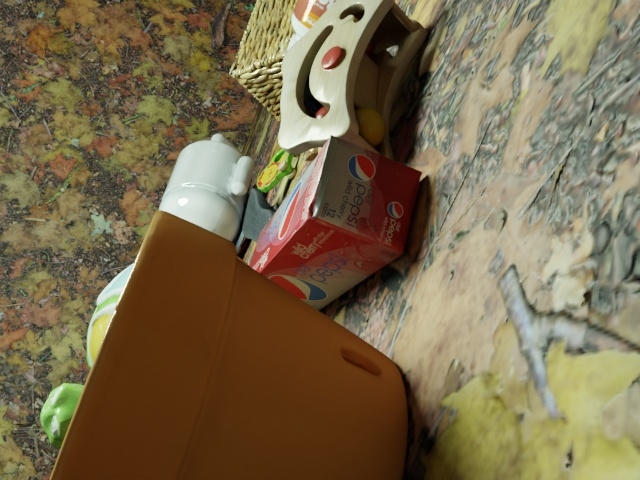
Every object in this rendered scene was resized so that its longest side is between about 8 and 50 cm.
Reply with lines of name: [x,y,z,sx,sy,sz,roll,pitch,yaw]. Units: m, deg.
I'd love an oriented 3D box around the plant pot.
plant pot: [-0.071,0.148,0.497,0.291,0.203,0.291,-159,90,-79]

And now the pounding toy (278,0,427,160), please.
pounding toy: [0.059,-0.175,0.792,0.154,0.155,0.270,-25,48,32]

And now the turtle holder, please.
turtle holder: [-0.211,0.124,0.930,0.227,0.320,0.244,137,123,-64]

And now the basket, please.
basket: [-0.019,-0.416,1.489,0.213,0.223,0.299,-11,52,37]

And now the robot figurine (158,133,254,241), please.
robot figurine: [-0.286,-0.108,1.741,0.300,0.199,0.354,-29,36,33]

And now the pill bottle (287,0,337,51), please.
pill bottle: [0.021,-0.416,1.235,0.121,0.121,0.216,-86,20,-54]

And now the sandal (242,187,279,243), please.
sandal: [-0.108,-0.035,1.379,0.254,0.054,0.097,-130,54,-66]

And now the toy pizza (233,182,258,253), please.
toy pizza: [-0.183,-0.047,1.754,0.201,0.032,0.201,-160,90,-78]

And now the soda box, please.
soda box: [0.000,0.000,0.696,0.263,0.092,0.084,135,153,-65]

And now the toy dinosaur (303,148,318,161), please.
toy dinosaur: [0.005,-0.237,1.159,0.112,0.064,0.212,-111,23,-64]

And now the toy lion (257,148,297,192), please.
toy lion: [-0.088,-0.144,1.400,0.096,0.034,0.100,-26,38,37]
